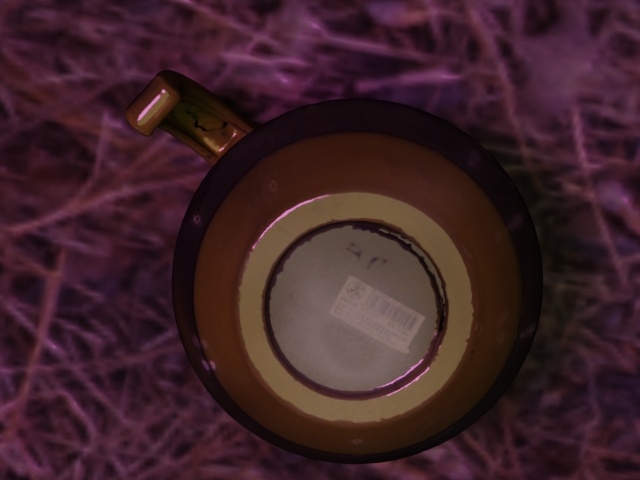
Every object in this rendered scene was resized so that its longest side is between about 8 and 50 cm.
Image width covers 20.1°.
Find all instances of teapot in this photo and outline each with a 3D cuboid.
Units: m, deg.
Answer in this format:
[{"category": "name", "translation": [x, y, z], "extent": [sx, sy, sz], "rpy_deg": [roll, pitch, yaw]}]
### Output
[{"category": "teapot", "translation": [0.000, 0.000, 0.649], "extent": [0.166, 0.119, 0.130], "rpy_deg": [43, 98, -6]}]
